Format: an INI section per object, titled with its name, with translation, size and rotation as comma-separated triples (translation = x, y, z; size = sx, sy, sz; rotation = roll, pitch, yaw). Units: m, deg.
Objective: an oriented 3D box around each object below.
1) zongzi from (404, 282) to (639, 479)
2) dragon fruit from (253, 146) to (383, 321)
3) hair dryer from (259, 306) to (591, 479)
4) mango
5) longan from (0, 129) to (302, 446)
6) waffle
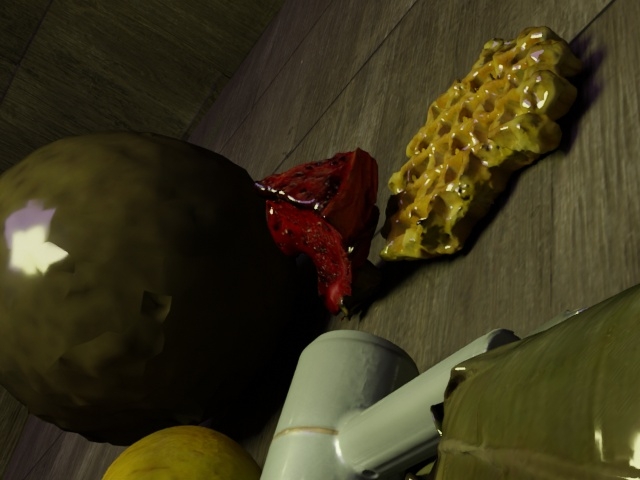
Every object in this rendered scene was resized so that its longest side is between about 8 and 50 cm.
[zongzi]
translation = 0.114, 0.177, 0.373
size = 0.447, 0.181, 0.418
rotation = -39, 26, 59
[dragon fruit]
translation = 0.005, 0.014, 1.033
size = 0.192, 0.122, 0.092
rotation = 85, 176, -47
[hair dryer]
translation = 0.076, 0.111, 0.715
size = 0.357, 0.107, 0.173
rotation = -41, 26, 50
[mango]
translation = -0.137, 0.296, 0.963
size = 0.253, 0.182, 0.365
rotation = -64, 5, -2
[longan]
translation = -0.223, 0.059, 1.230
size = 0.391, 0.391, 0.391
rotation = -53, 17, 25
[waffle]
translation = 0.136, -0.081, 0.958
size = 0.253, 0.056, 0.249
rotation = -57, 15, 5
